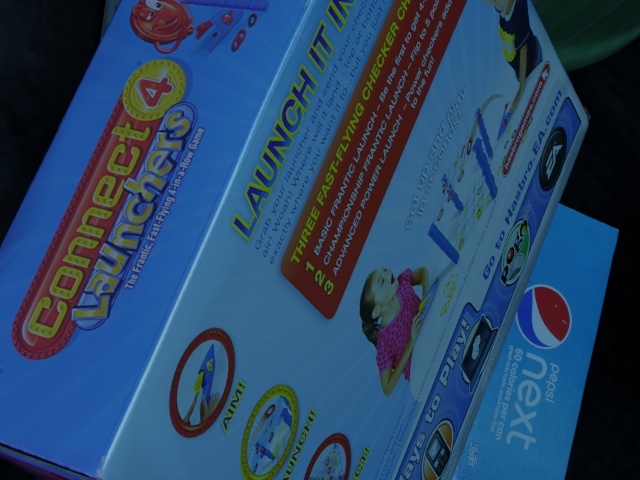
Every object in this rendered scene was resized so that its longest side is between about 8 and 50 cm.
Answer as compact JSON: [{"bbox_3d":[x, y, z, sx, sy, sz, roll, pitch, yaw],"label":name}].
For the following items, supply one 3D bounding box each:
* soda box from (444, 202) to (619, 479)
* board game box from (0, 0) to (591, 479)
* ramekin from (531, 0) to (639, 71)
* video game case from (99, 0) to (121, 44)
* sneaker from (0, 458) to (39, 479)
[{"bbox_3d":[0.096,0.082,0.902,0.071,0.067,0.210,23,70,-19],"label":"soda box"},{"bbox_3d":[0.000,0.000,0.747,0.308,0.086,0.302,-66,150,-16],"label":"board game box"},{"bbox_3d":[0.132,-0.259,0.949,0.303,0.148,0.303,5,76,-23],"label":"ramekin"},{"bbox_3d":[-0.046,-0.169,0.862,0.019,0.143,0.157,29,63,-55],"label":"video game case"},{"bbox_3d":[-0.186,0.014,0.727,0.124,0.178,0.295,-20,87,-27],"label":"sneaker"}]
